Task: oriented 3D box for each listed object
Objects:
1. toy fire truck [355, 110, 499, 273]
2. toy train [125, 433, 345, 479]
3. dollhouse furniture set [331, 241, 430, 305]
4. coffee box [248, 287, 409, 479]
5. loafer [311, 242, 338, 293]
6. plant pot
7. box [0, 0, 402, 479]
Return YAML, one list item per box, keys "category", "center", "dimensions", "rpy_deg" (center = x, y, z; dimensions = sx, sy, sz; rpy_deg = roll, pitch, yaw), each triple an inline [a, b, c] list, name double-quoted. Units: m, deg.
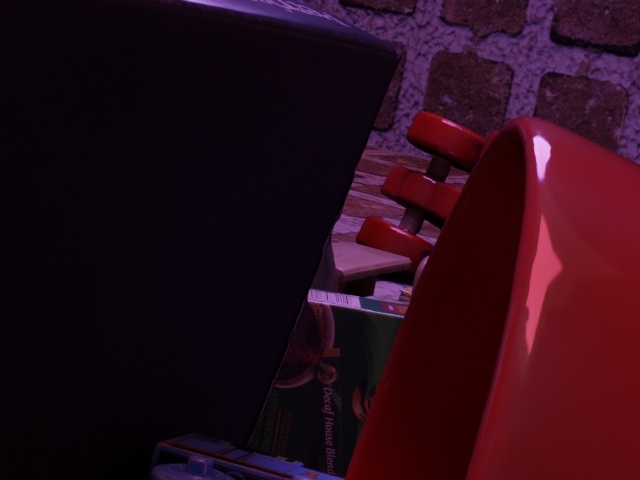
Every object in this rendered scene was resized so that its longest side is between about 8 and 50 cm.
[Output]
- category: "toy fire truck"
  center: [0.209, -0.006, 1.608]
  dimensions: [0.254, 0.169, 0.302]
  rpy_deg: [27, -2, -38]
- category: "toy train"
  center: [-0.007, 0.143, 0.672]
  dimensions: [0.184, 0.080, 0.105]
  rpy_deg: [12, 4, 14]
- category: "dollhouse furniture set"
  center: [0.000, 0.000, 1.266]
  dimensions: [0.212, 0.161, 0.242]
  rpy_deg: [15, 10, 27]
- category: "coffee box"
  center: [0.047, 0.096, 0.899]
  dimensions: [0.184, 0.113, 0.040]
  rpy_deg: [11, 8, -4]
- category: "loafer"
  center: [-0.048, -0.031, 0.941]
  dimensions: [0.112, 0.319, 0.111]
  rpy_deg: [19, 43, 31]
- category: "plant pot"
  center: [0.128, 0.124, 0.440]
  dimensions: [0.243, 0.275, 0.275]
  rpy_deg: [19, 9, -2]
- category: "box"
  center: [-0.309, -0.073, 0.700]
  dimensions: [0.472, 0.297, 0.480]
  rpy_deg: [32, 18, 31]
